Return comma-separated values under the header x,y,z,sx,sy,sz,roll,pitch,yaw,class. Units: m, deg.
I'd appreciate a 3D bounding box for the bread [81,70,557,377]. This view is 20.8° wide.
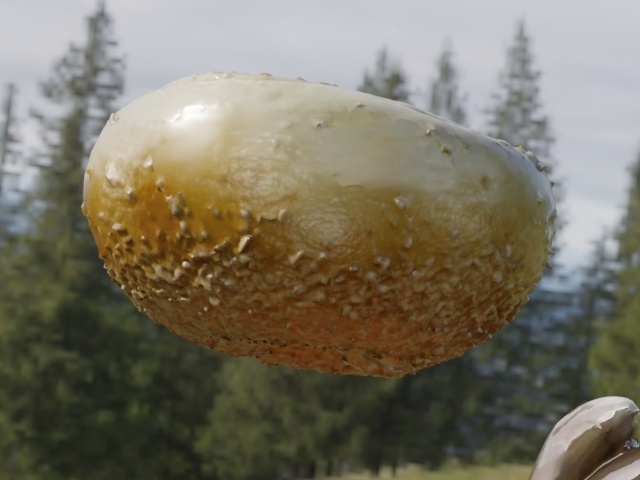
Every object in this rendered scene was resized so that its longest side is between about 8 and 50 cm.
x,y,z,sx,sy,sz,roll,pitch,yaw,class
0.000,0.000,1.095,0.306,0.158,0.305,6,-14,1,bread

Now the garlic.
x,y,z,sx,sy,sz,roll,pitch,yaw,class
0.246,0.266,1.317,0.132,0.279,0.325,-33,-15,-17,garlic
